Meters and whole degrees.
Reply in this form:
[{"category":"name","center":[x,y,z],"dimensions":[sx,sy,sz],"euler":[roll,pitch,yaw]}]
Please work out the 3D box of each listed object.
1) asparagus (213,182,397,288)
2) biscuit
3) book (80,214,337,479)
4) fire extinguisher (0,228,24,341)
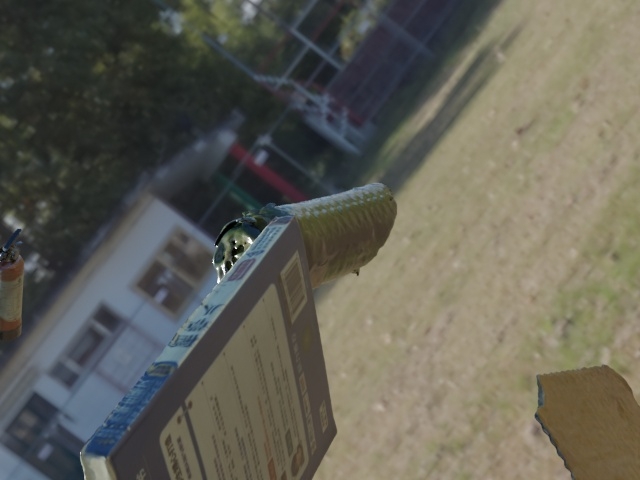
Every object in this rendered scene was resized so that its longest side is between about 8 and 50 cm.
[{"category":"asparagus","center":[0.000,0.000,1.600],"dimensions":[0.108,0.128,0.382],"euler":[-16,1,30]},{"category":"biscuit","center":[0.299,0.222,1.155],"dimensions":[0.013,0.232,0.237],"euler":[-42,-25,27]},{"category":"book","center":[-0.087,0.201,1.189],"dimensions":[0.428,0.039,0.300],"euler":[-53,-41,-55]},{"category":"fire extinguisher","center":[-0.458,0.066,1.749],"dimensions":[0.062,0.050,0.177],"euler":[-50,-21,-52]}]
